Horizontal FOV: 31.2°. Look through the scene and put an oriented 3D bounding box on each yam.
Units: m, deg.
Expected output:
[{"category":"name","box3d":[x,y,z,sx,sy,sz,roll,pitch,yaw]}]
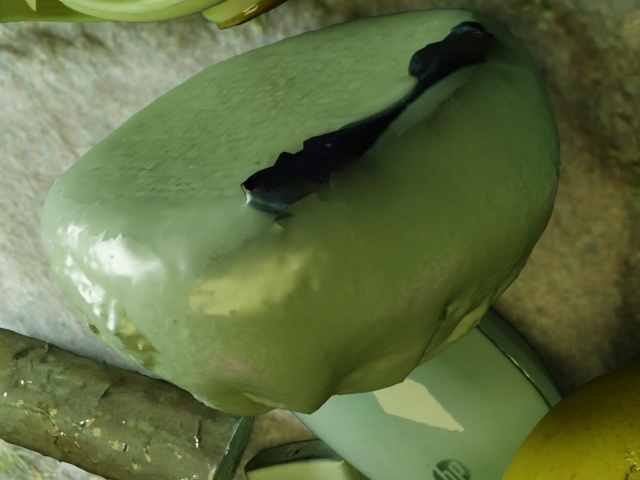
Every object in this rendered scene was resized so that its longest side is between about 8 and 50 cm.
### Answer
[{"category":"yam","box3d":[-0.181,0.137,0.904,0.259,0.093,0.093,17,120,16]}]

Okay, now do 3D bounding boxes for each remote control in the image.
[{"category":"remote control","box3d":[0.021,0.265,0.906,0.098,0.038,0.234,-13,107,28]}]

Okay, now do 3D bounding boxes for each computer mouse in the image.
[{"category":"computer mouse","box3d":[0.036,0.089,0.780,0.288,0.097,0.159,36,125,4]}]

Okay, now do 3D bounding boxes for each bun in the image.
[{"category":"bun","box3d":[0.000,0.000,0.649,0.293,0.293,0.187,-8,116,27]}]

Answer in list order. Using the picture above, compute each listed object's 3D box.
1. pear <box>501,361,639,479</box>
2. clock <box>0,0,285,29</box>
[{"category":"pear","box3d":[0.215,0.208,0.642,0.285,0.285,0.336,43,159,0]},{"category":"clock","box3d":[-0.108,-0.258,0.662,0.348,0.117,0.286,8,117,21]}]
